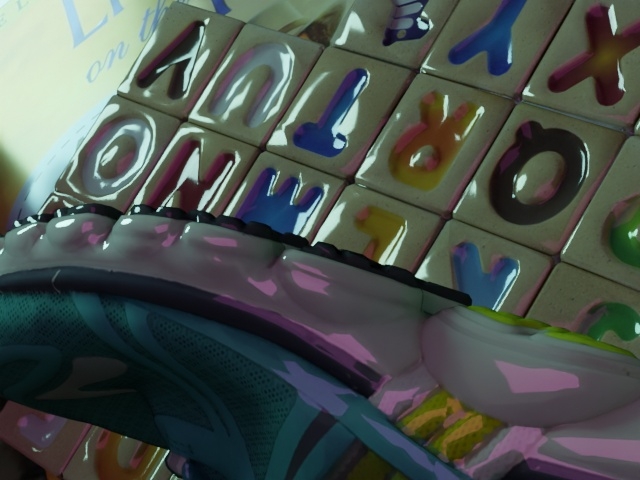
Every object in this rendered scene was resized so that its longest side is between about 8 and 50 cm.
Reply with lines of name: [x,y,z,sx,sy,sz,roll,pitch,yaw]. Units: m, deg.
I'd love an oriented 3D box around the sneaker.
sneaker: [0.014,0.063,0.351,0.275,0.107,0.110,19,85,35]

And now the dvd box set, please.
dvd box set: [0.038,-0.019,0.508,0.307,0.062,0.420,-34,47,14]

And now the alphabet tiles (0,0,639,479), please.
alphabet tiles: [0.000,0.000,0.475,0.237,0.009,0.198,23,78,43]
